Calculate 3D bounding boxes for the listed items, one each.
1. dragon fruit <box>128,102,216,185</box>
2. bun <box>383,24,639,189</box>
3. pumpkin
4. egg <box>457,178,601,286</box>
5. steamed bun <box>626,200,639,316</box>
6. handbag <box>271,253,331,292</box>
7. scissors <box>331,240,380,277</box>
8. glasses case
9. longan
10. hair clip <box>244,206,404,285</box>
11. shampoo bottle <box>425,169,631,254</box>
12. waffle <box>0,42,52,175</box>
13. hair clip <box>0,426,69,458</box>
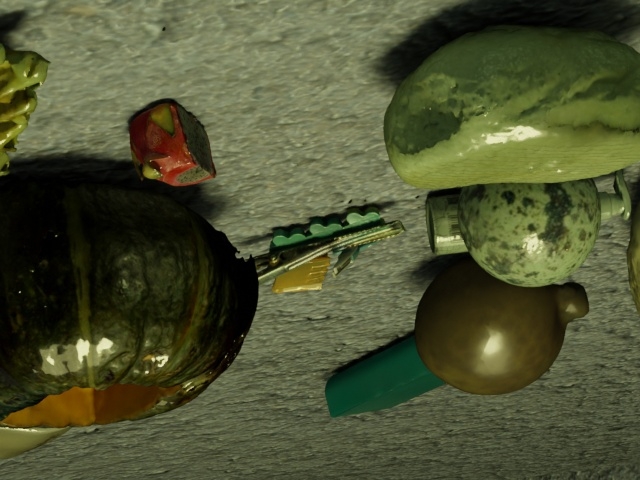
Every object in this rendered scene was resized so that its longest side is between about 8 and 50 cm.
[{"bbox_3d":[-0.125,-0.071,1.266,0.060,0.056,0.083,-14,163,12],"label":"dragon fruit"},{"bbox_3d":[0.155,-0.106,1.221,0.221,0.108,0.221,-7,171,-1],"label":"bun"},{"bbox_3d":[-0.223,0.064,1.415,0.321,0.192,0.320,-7,164,-2],"label":"pumpkin"},{"bbox_3d":[0.196,-0.021,1.454,0.132,0.132,0.172,-12,155,10],"label":"egg"},{"bbox_3d":[0.460,0.054,1.617,0.274,0.272,0.290,-13,158,14],"label":"steamed bun"},{"bbox_3d":[-0.022,0.030,1.685,0.061,0.027,0.083,-4,161,-11],"label":"handbag"},{"bbox_3d":[0.030,0.015,1.602,0.058,0.014,0.119,-15,-168,18],"label":"scissors"},{"bbox_3d":[0.133,0.171,2.150,0.117,0.070,0.301,-4,161,-37],"label":"glasses case"},{"bbox_3d":[0.207,0.091,1.776,0.204,0.159,0.185,-15,155,-3],"label":"longan"},{"bbox_3d":[0.000,-0.001,1.576,0.173,0.049,0.049,-19,161,13],"label":"hair clip"},{"bbox_3d":[0.210,-0.028,1.564,0.205,0.065,0.065,-7,162,-3],"label":"shampoo bottle"},{"bbox_3d":[-0.310,-0.096,1.101,0.204,0.054,0.223,-2,159,-22],"label":"waffle"},{"bbox_3d":[-0.373,0.214,1.938,0.282,0.113,0.172,3,159,-36],"label":"hair clip"}]
